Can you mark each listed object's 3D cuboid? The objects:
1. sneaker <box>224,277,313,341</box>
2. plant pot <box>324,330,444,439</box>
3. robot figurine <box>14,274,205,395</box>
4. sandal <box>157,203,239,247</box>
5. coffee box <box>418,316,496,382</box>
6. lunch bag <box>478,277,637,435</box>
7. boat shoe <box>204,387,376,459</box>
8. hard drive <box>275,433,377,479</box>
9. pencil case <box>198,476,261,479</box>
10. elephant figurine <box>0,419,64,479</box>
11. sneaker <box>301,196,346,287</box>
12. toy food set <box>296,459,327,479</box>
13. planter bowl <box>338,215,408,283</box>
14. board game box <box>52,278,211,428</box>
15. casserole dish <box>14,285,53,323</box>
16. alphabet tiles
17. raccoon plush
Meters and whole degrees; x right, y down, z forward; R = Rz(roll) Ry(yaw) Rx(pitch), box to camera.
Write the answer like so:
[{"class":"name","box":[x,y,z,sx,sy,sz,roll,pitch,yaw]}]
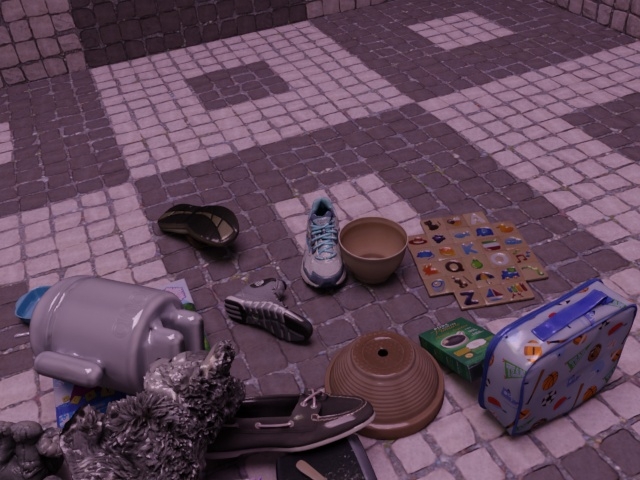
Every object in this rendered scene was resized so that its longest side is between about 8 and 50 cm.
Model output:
[{"class":"sneaker","box":[-0.093,0.138,1.455,0.228,0.086,0.132,16,40,27]},{"class":"plant pot","box":[0.123,0.253,1.259,0.237,0.110,0.237,-3,38,2]},{"class":"robot figurine","box":[-0.396,0.176,1.237,0.353,0.200,0.300,8,21,16]},{"class":"sandal","box":[-0.311,-0.032,1.709,0.302,0.086,0.120,14,45,45]},{"class":"coffee box","box":[0.289,0.213,1.295,0.113,0.041,0.184,-20,18,-18]},{"class":"lunch bag","box":[0.430,0.202,1.176,0.303,0.243,0.115,-25,42,-22]},{"class":"boat shoe","box":[-0.074,0.307,1.138,0.335,0.096,0.112,-15,8,17]},{"class":"hard drive","box":[0.020,0.439,1.036,0.171,0.054,0.255,-20,46,0]},{"class":"pencil case","box":[-0.194,0.433,1.080,0.206,0.088,0.086,-2,17,7]},{"class":"elephant figurine","box":[-0.514,0.433,1.082,0.169,0.186,0.240,-23,55,36]},{"class":"sneaker","box":[0.000,0.000,1.588,0.110,0.122,0.283,-6,38,-1]},{"class":"toy food set","box":[-0.053,0.426,0.996,0.132,0.039,0.192,24,55,35]},{"class":"planter bowl","box":[0.123,0.033,1.539,0.162,0.109,0.162,-1,38,1]},{"class":"board game box","box":[-0.398,0.241,1.372,0.318,0.066,0.318,-18,39,-16]},{"class":"casserole dish","box":[-0.623,0.157,1.533,0.188,0.037,0.114,1,38,10]},{"class":"alphabet tiles","box":[0.371,0.039,1.584,0.285,0.011,0.343,-9,38,-4]},{"class":"raccoon plush","box":[-0.189,0.369,0.989,0.299,0.216,0.446,-24,66,-22]}]
